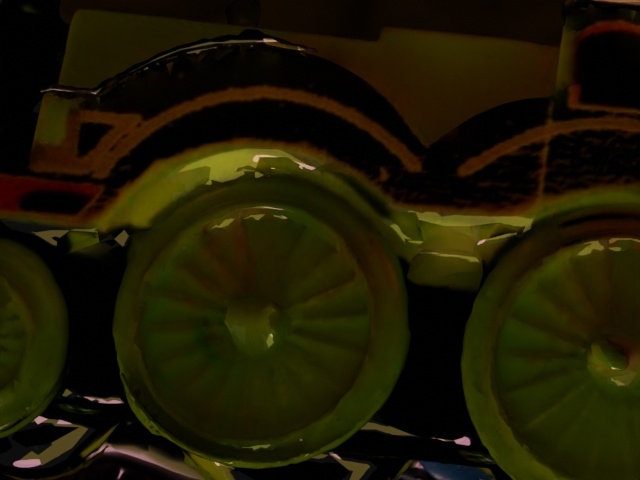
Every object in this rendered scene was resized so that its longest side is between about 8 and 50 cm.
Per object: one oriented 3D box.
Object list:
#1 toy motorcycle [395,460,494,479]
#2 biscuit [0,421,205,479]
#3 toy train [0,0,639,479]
[{"bbox_3d":[0.094,0.082,0.700,0.254,0.092,0.135,16,158,-40],"label":"toy motorcycle"},{"bbox_3d":[-0.075,0.112,0.847,0.194,0.053,0.194,9,148,6],"label":"biscuit"},{"bbox_3d":[0.000,0.000,0.553,0.296,0.161,0.100,5,169,9],"label":"toy train"}]
